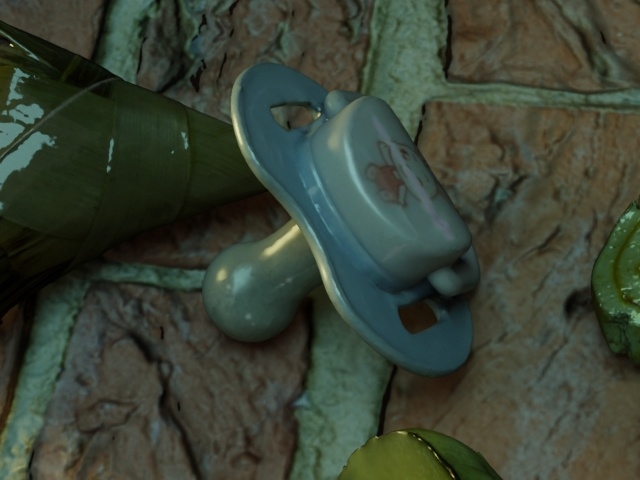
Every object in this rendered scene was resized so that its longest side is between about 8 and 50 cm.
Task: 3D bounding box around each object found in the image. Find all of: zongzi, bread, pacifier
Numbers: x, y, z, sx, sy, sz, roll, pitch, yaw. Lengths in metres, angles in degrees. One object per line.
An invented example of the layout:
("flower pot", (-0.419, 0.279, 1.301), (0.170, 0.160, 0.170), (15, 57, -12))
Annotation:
("zongzi", (-0.197, -0.006, 1.222), (0.317, 0.154, 0.289), (21, 74, 10))
("bread", (0.279, 0.031, 1.163), (0.117, 0.064, 0.156), (28, 69, 27))
("pacifier", (0.000, 0.000, 1.177), (0.226, 0.238, 0.287), (-33, 85, 24))

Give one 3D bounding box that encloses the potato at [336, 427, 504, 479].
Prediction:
("potato", (0.123, 0.244, 1.031), (0.111, 0.160, 0.272), (-1, 41, -35))
